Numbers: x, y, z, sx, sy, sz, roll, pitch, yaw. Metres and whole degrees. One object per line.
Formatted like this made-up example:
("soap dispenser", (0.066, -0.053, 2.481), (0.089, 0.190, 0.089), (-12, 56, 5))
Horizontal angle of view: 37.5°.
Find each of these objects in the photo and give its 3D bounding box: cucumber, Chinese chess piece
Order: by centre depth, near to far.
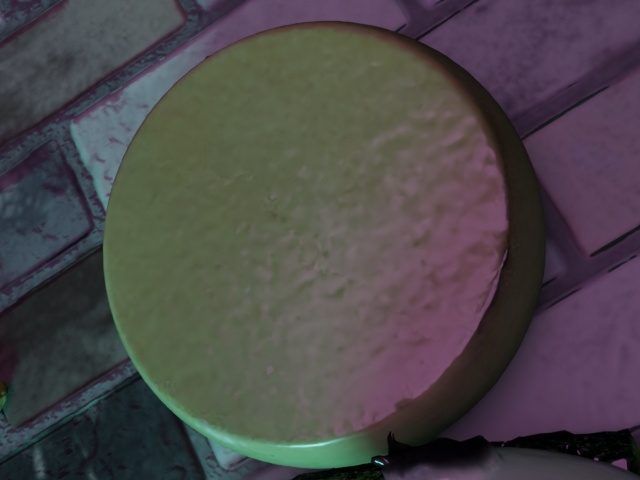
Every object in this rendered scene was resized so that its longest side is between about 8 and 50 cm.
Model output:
("cucumber", (0.056, 0.146, 0.547), (0.257, 0.043, 0.044), (-14, 50, 18))
("Chinese chess piece", (0.000, 0.000, 0.569), (0.273, 0.102, 0.273), (-4, 78, 19))

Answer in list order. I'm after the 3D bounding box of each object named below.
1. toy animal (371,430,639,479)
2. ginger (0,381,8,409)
("toy animal", (0.122, 0.226, 0.403), (0.310, 0.251, 0.251), (28, 88, 11))
("ginger", (-0.270, 0.120, 0.673), (0.097, 0.030, 0.048), (-32, 71, 8))
